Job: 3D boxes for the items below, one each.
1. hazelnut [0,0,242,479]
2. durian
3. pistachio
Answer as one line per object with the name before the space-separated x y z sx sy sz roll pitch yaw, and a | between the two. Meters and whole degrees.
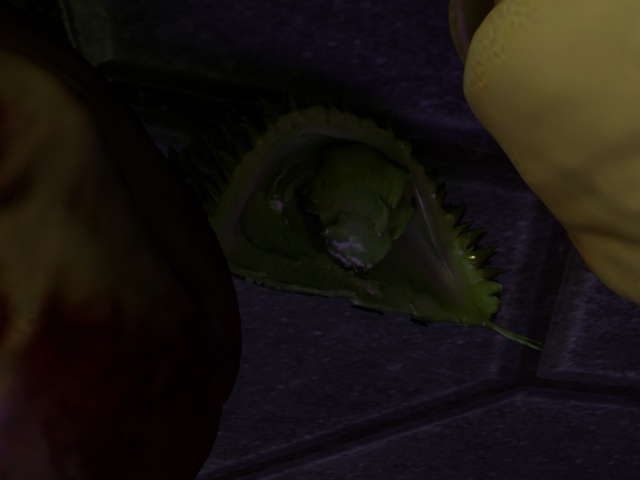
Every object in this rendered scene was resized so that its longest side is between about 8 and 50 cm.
hazelnut | -0.273 0.041 0.915 0.402 0.402 0.429 -31 106 36
durian | 0.002 -0.006 1.160 0.356 0.169 0.157 18 140 -41
pistachio | 0.262 -0.129 0.922 0.365 0.281 0.445 3 137 -4
